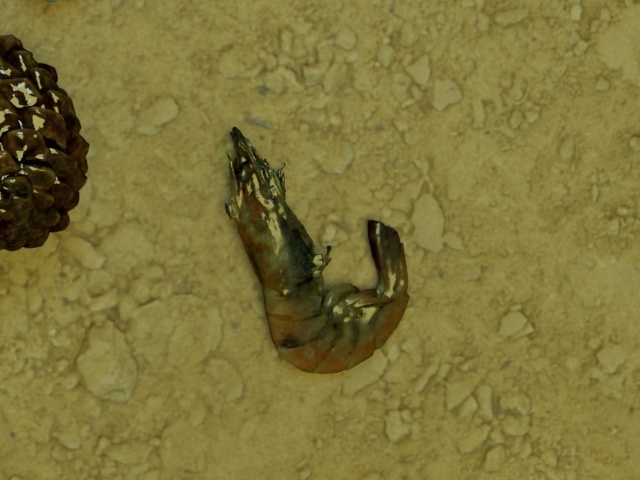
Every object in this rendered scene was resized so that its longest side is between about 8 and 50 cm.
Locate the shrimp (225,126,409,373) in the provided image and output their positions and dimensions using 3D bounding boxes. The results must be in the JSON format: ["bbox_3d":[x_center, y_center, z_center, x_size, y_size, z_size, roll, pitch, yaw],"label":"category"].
[{"bbox_3d":[0.000,0.000,1.930,0.169,0.058,0.296,-26,112,-18],"label":"shrimp"}]

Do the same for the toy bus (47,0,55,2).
[{"bbox_3d":[-0.311,-0.326,1.738,0.236,0.079,0.094,40,90,-21],"label":"toy bus"}]

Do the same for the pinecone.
[{"bbox_3d":[-0.313,-0.088,1.743,0.184,0.204,0.179,-7,147,-18],"label":"pinecone"}]
